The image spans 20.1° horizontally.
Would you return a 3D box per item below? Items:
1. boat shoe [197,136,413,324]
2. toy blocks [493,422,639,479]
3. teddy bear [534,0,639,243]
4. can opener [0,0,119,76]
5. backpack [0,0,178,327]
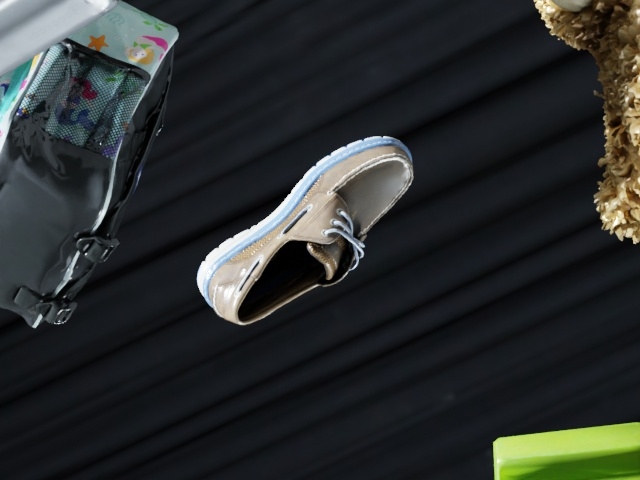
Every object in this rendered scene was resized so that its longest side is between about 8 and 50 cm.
[{"bbox_3d":[0.000,0.000,1.300,0.066,0.183,0.066,50,180,-38],"label":"boat shoe"},{"bbox_3d":[0.121,0.283,0.567,0.261,0.190,0.381,-95,-1,-51],"label":"toy blocks"},{"bbox_3d":[0.224,-0.091,1.054,0.338,0.113,0.245,70,157,11],"label":"teddy bear"},{"bbox_3d":[-0.134,-0.146,1.055,0.095,0.283,0.076,37,-148,-50],"label":"can opener"},{"bbox_3d":[-0.222,-0.087,1.466,0.191,0.225,0.253,30,-134,-6],"label":"backpack"}]
